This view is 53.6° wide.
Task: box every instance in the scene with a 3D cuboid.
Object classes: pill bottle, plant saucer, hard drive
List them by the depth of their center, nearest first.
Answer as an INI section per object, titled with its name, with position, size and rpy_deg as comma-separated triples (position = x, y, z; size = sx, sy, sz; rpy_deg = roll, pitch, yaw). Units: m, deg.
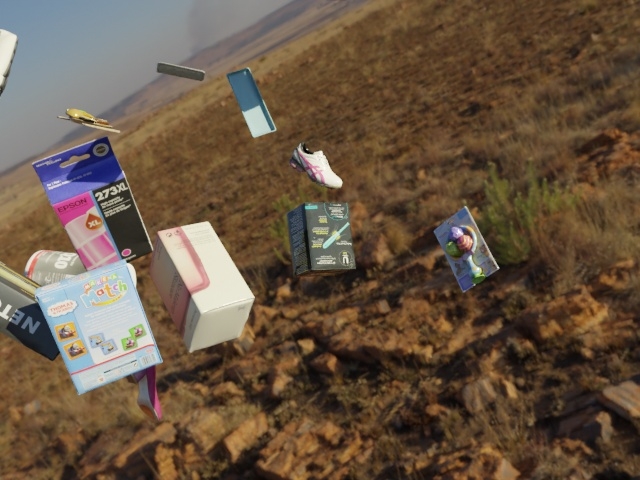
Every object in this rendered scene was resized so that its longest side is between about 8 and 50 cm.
[hard drive]
position = -0.297, -0.354, 1.329
size = 0.094, 0.022, 0.135
rpy_deg = 7, 12, -18
[plant saucer]
position = -0.185, -0.363, 1.673
size = 0.067, 0.192, 0.018
rpy_deg = -21, -8, -17
[pill bottle]
position = -0.704, 0.120, 1.868
size = 0.283, 0.161, 0.161
rpy_deg = 5, 27, 8

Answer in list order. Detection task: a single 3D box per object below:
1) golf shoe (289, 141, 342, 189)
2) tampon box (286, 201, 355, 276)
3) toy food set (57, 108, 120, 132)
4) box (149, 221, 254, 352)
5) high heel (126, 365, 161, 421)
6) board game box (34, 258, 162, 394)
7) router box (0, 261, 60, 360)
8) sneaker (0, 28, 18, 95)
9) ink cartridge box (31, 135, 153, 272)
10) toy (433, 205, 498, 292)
[golf shoe]
position = -0.008, -0.221, 1.892
size = 0.067, 0.186, 0.086
rpy_deg = -25, -34, -60
[tampon box]
position = 0.000, 0.000, 1.502
size = 0.120, 0.161, 0.101
rpy_deg = 0, -13, -29
[toy food set]
position = -0.677, -0.357, 1.859
size = 0.192, 0.038, 0.132
rpy_deg = 20, 10, 42
[box]
position = -0.263, 0.097, 1.369
size = 0.127, 0.232, 0.148
rpy_deg = -13, -37, -34
[high heel]
position = -0.530, 0.455, 1.993
size = 0.082, 0.244, 0.117
rpy_deg = 3, 35, 33
[board game box]
position = -0.397, 0.157, 1.149
size = 0.160, 0.211, 0.039
rpy_deg = -20, 25, -17
[router box]
position = -0.618, 0.108, 1.236
size = 0.081, 0.309, 0.243
rpy_deg = -58, 13, -9
[sneaker]
position = -0.498, -0.199, 0.862
size = 0.107, 0.110, 0.275
rpy_deg = -48, 37, 39
[ink cartridge box]
position = -0.536, -0.069, 1.530
size = 0.176, 0.371, 0.069
rpy_deg = -25, 52, -17
[toy]
position = 0.428, 0.022, 1.923
size = 0.137, 0.056, 0.237
rpy_deg = -41, 56, 30
